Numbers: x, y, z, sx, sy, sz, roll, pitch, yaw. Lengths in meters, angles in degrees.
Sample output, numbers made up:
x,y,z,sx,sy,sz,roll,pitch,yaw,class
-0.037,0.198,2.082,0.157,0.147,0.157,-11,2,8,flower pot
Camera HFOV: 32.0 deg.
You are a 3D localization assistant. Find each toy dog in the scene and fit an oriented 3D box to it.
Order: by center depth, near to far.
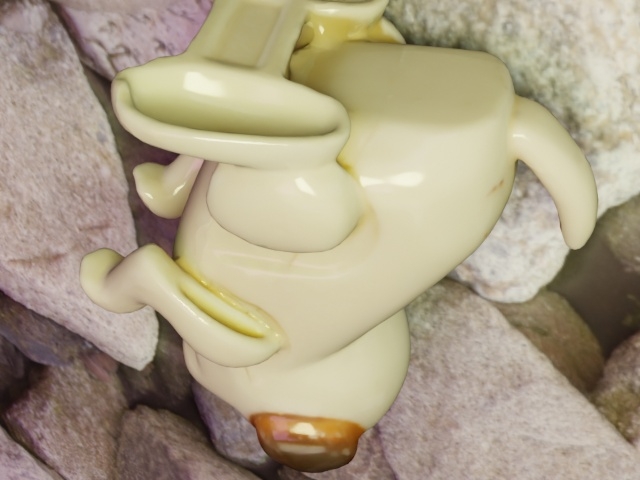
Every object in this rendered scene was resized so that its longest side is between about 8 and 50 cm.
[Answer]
x,y,z,sx,sy,sz,roll,pitch,yaw,class
0.000,0.000,0.958,0.395,0.285,0.408,8,132,-5,toy dog
